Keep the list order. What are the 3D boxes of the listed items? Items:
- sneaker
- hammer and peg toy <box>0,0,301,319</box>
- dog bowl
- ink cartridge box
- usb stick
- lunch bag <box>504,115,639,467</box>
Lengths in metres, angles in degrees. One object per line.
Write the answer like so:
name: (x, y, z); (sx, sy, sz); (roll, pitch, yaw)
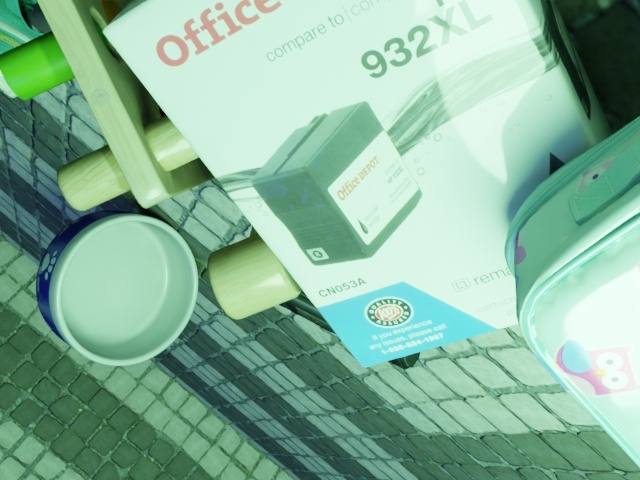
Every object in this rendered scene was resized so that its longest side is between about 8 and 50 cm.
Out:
sneaker: (-0.410, -0.298, 0.889); (0.275, 0.110, 0.107); (54, 172, 12)
hammer and peg toy: (-0.144, -0.107, 0.605); (0.266, 0.127, 0.361); (-92, -22, -81)
dog bowl: (-0.355, 0.080, 1.263); (0.104, 0.265, 0.265); (13, 145, 48)
ink cartridge box: (0.052, -0.083, 0.472); (0.223, 0.129, 0.307); (-21, 120, 28)
usb stick: (0.023, 0.112, 1.062); (0.278, 0.045, 0.077); (23, 158, 30)
lunch bag: (0.247, 0.001, 0.351); (0.279, 0.108, 0.224); (-40, 103, 25)
